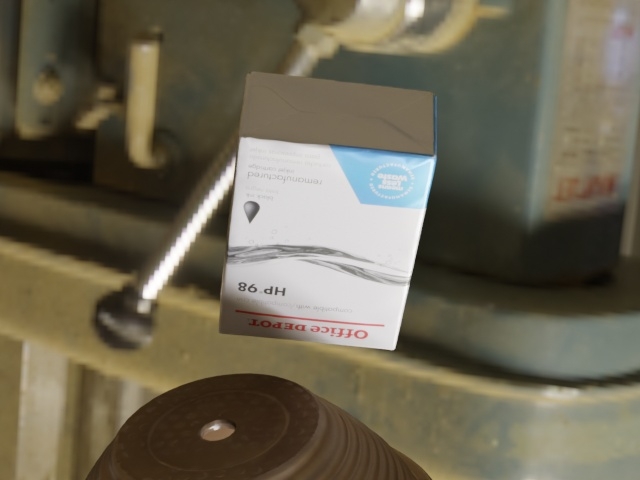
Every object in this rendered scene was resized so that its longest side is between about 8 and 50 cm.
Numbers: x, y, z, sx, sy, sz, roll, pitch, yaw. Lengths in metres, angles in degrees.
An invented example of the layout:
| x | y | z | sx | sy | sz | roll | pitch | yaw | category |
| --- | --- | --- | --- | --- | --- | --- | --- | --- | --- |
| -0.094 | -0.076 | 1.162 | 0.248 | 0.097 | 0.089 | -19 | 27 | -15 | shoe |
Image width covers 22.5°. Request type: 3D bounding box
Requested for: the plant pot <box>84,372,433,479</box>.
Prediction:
| x | y | z | sx | sy | sz | roll | pitch | yaw | category |
| --- | --- | --- | --- | --- | --- | --- | --- | --- | --- |
| -0.047 | 0.150 | 0.908 | 0.237 | 0.109 | 0.237 | -7 | -154 | 4 | plant pot |

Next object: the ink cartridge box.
| x | y | z | sx | sy | sz | roll | pitch | yaw | category |
| --- | --- | --- | --- | --- | --- | --- | --- | --- | --- |
| 0.000 | 0.000 | 0.895 | 0.104 | 0.180 | 0.060 | 5 | -139 | -4 | ink cartridge box |
